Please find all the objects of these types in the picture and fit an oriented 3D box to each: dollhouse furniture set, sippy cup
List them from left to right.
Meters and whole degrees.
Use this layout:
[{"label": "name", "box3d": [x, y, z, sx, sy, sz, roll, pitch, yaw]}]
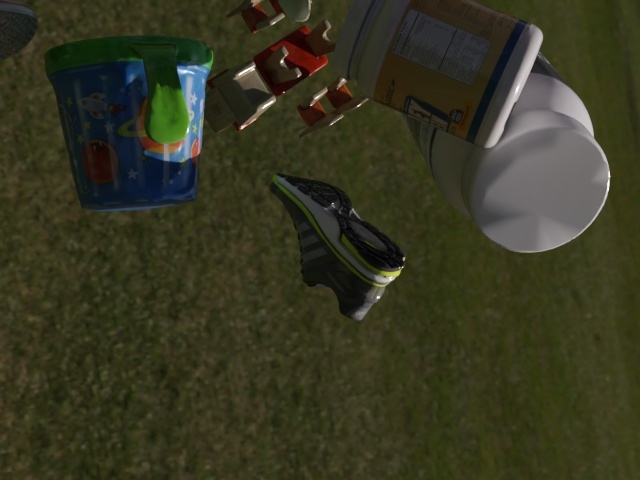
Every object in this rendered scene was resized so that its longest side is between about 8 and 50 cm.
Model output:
[{"label": "sippy cup", "box3d": [-0.264, -0.157, 1.540, 0.305, 0.240, 0.224, -6, 92, -79]}, {"label": "dollhouse furniture set", "box3d": [-0.085, -0.297, 1.928, 0.259, 0.135, 0.262, -38, 101, -37]}]

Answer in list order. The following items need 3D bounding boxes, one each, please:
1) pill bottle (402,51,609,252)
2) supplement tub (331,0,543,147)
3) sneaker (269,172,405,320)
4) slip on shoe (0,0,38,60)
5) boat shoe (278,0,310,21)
[{"label": "pill bottle", "box3d": [0.233, -0.147, 1.429, 0.210, 0.210, 0.363, 61, 7, -31]}, {"label": "supplement tub", "box3d": [0.127, -0.202, 1.200, 0.144, 0.199, 0.144, 24, 90, -82]}, {"label": "sneaker", "box3d": [0.000, 0.000, 1.585, 0.111, 0.121, 0.300, 11, 26, -37]}, {"label": "slip on shoe", "box3d": [-0.520, -0.295, 1.406, 0.331, 0.123, 0.101, -5, 57, -41]}, {"label": "boat shoe", "box3d": [-0.043, -0.377, 1.585, 0.133, 0.049, 0.042, 65, 29, -45]}]
